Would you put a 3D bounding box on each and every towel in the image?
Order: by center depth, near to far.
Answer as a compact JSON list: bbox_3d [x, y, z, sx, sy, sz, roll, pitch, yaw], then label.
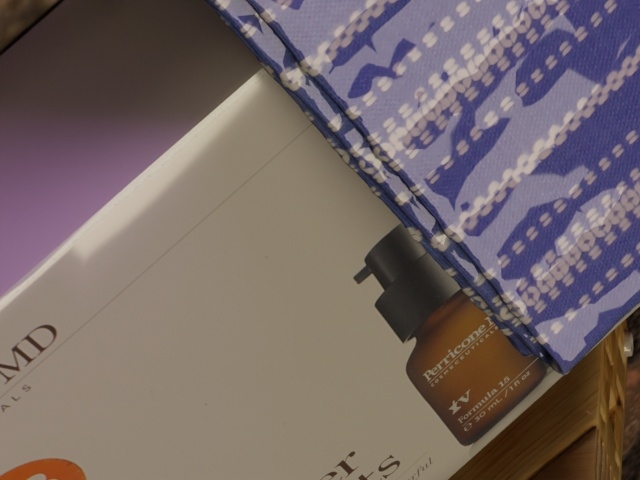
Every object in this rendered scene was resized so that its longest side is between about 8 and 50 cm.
[{"bbox_3d":[0.054,-0.146,0.437,0.243,0.040,0.336,-45,118,-3],"label":"towel"}]

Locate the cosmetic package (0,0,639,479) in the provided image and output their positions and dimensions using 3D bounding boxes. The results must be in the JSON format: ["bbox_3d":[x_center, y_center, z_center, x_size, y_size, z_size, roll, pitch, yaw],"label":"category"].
[{"bbox_3d":[0.000,0.000,0.594,0.377,0.097,0.284,-42,141,-2],"label":"cosmetic package"}]

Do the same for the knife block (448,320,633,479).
[{"bbox_3d":[0.029,0.132,0.778,0.088,0.242,0.276,63,32,-54],"label":"knife block"}]
